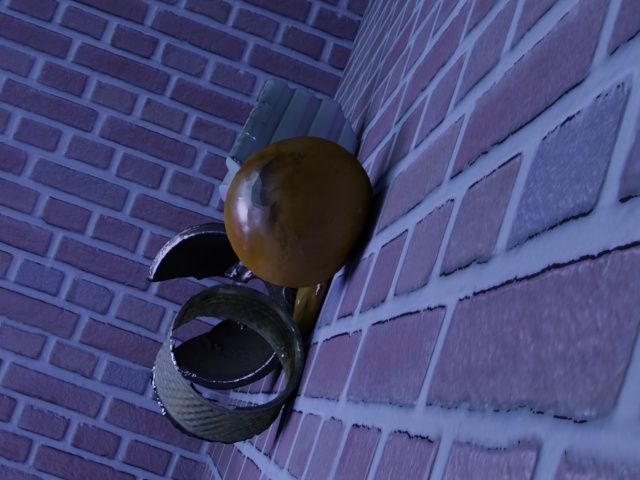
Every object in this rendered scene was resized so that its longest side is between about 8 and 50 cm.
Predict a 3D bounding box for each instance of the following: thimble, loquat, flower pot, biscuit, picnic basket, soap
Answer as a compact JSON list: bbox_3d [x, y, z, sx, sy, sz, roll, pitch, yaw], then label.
[{"bbox_3d":[-0.171,0.230,1.836,0.150,0.271,0.270,120,169,-52],"label":"thimble"},{"bbox_3d":[-0.033,-0.048,1.673,0.263,0.263,0.263,-160,90,-85],"label":"loquat"},{"bbox_3d":[-0.183,0.135,2.298,0.379,0.379,0.251,-69,-17,13],"label":"flower pot"},{"bbox_3d":[-0.013,0.087,1.951,0.203,0.041,0.260,-76,6,-50],"label":"biscuit"},{"bbox_3d":[-0.047,0.105,2.098,0.072,0.072,0.083,120,175,-63],"label":"picnic basket"},{"bbox_3d":[-0.069,-0.169,2.242,0.446,0.261,0.156,-71,4,-51],"label":"soap"}]
